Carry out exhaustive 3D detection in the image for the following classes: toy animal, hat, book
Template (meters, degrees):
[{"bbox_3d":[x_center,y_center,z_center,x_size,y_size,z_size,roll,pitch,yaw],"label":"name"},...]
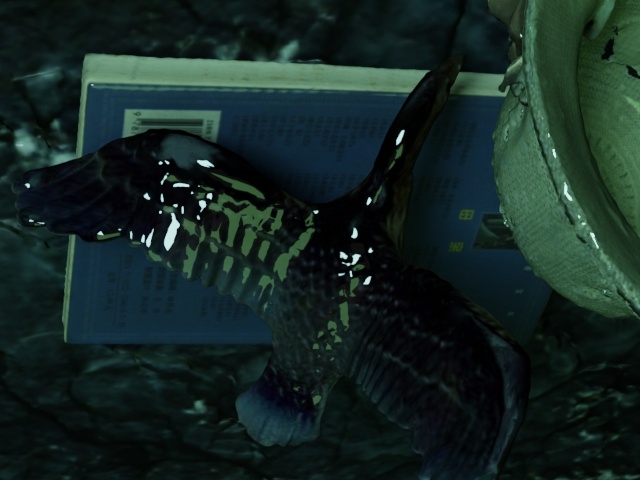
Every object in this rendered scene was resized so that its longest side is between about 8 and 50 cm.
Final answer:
[{"bbox_3d":[0.005,0.002,0.696,0.272,0.197,0.160,29,159,18],"label":"toy animal"},{"bbox_3d":[0.153,-0.036,0.655,0.257,0.257,0.130,17,153,-27],"label":"hat"},{"bbox_3d":[0.006,-0.012,0.773,0.269,0.025,0.191,1,136,-13],"label":"book"}]
